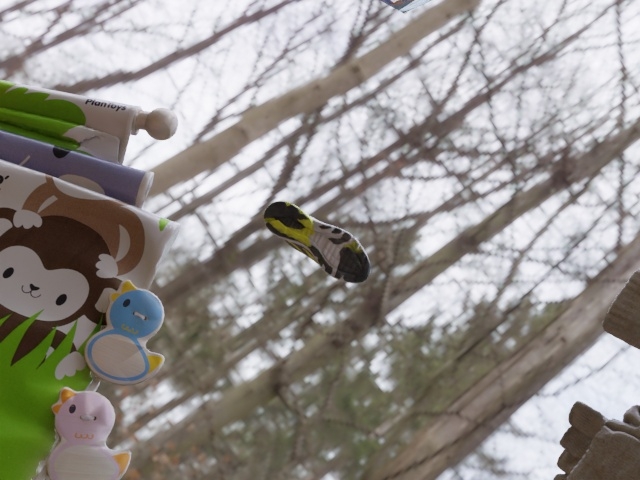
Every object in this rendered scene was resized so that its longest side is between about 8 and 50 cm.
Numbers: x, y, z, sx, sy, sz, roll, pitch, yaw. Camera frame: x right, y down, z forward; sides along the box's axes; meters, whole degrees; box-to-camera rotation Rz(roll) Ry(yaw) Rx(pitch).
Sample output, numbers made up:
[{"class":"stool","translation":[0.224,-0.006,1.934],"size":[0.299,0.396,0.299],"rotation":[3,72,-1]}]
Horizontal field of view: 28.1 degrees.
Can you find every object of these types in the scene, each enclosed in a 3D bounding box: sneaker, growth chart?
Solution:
[{"class":"sneaker","translation":[0.000,0.000,0.878],"size":[0.083,0.031,0.035],"rotation":[36,0,6]},{"class":"growth chart","translation":[-0.146,0.019,0.561],"size":[0.172,0.237,0.021],"rotation":[7,-34,8]}]

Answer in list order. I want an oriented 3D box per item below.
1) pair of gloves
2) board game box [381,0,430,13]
[{"class":"pair of gloves","translation":[0.308,0.146,1.106],"size":[0.042,0.240,0.204],"rotation":[31,-9,-37]},{"class":"board game box","translation":[0.057,-0.325,1.339],"size":[0.047,0.210,0.160],"rotation":[-26,-92,14]}]
